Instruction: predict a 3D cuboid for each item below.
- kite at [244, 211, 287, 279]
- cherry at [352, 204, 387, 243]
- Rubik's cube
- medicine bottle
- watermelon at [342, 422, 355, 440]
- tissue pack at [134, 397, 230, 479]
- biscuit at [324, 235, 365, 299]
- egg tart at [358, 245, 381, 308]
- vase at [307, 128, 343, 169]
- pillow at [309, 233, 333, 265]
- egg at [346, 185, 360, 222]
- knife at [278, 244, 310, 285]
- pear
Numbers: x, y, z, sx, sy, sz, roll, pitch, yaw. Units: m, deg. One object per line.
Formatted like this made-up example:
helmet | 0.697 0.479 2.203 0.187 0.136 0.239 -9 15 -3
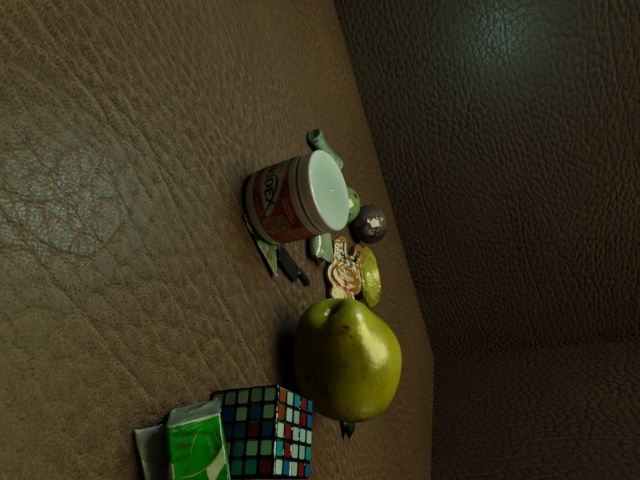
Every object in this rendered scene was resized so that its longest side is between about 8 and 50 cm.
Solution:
kite | -0.174 -0.034 1.325 0.267 0.013 0.323 30 50 -61
cherry | 0.267 -0.088 2.227 0.266 0.183 0.214 -15 84 -53
Rubik's cube | -0.136 0.448 0.942 0.187 0.182 0.184 47 36 -53
medicine bottle | -0.069 -0.129 1.274 0.252 0.240 0.253 35 49 -53
watermelon | 0.129 0.685 1.661 0.245 0.063 0.119 -65 156 -64
tissue pack | -0.247 0.429 0.756 0.148 0.156 0.209 147 -67 -74
biscuit | 0.107 0.143 1.773 0.202 0.047 0.334 30 59 -29
egg tart | 0.212 0.184 2.034 0.315 0.120 0.315 -11 90 -67
vase | 0.019 -0.417 1.904 0.219 0.096 0.096 51 34 -45
pillow | 0.000 0.000 1.653 0.134 0.077 0.182 40 42 -57
egg | 0.080 -0.150 1.803 0.228 0.176 0.177 -37 114 -48
knife | -0.092 0.109 1.434 0.245 0.019 0.072 57 31 -47
pear | 0.081 0.379 1.303 0.362 0.362 0.419 -67 144 -55
